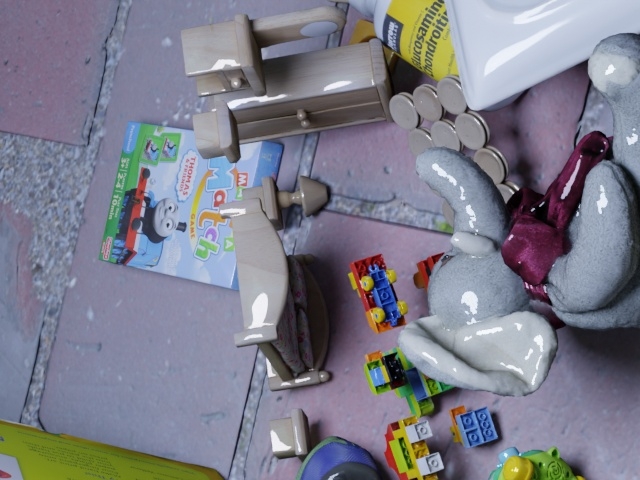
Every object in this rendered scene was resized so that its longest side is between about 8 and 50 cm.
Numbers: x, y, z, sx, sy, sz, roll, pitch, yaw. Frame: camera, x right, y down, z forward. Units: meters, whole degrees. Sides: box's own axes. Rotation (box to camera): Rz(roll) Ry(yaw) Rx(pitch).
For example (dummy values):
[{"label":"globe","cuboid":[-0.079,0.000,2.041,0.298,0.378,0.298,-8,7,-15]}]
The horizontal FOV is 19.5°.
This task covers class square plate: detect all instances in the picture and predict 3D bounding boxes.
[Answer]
[{"label":"square plate","cuboid":[0.241,-0.324,1.639,0.347,0.049,0.344,-25,54,20]}]

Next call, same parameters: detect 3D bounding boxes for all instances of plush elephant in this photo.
[{"label":"plush elephant","cuboid":[0.191,0.001,1.553,0.255,0.272,0.330,-10,98,14]}]

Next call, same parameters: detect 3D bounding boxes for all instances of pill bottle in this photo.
[{"label":"pill bottle","cuboid":[0.116,-0.206,1.751,0.184,0.103,0.103,36,105,27]}]

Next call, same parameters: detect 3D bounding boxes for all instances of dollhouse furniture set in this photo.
[{"label":"dollhouse furniture set","cuboid":[0.000,0.000,1.743,0.174,0.303,0.355,-10,72,6]}]

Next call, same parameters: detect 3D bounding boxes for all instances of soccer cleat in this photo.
[{"label":"soccer cleat","cuboid":[-0.016,0.324,1.805,0.121,0.093,0.289,-121,52,-67]}]

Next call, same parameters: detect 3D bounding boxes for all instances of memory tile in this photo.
[{"label":"memory tile","cuboid":[0.128,-0.080,1.735,0.113,0.012,0.148,-17,102,56]}]

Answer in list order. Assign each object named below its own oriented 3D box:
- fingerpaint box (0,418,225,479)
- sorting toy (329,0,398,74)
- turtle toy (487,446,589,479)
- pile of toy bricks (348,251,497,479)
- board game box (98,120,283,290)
[{"label":"fingerpaint box","cuboid":[-0.269,0.292,1.701,0.371,0.445,0.163,32,105,66]},{"label":"sorting toy","cuboid":[0.085,-0.322,1.861,0.196,0.047,0.347,10,88,42]},{"label":"turtle toy","cuboid":[0.174,0.235,1.645,0.130,0.095,0.066,-62,28,12]},{"label":"pile of toy bricks","cuboid":[0.086,0.117,1.747,0.105,0.118,0.212,-31,76,64]},{"label":"board game box","cuboid":[-0.142,-0.039,2.005,0.211,0.039,0.160,10,87,41]}]
